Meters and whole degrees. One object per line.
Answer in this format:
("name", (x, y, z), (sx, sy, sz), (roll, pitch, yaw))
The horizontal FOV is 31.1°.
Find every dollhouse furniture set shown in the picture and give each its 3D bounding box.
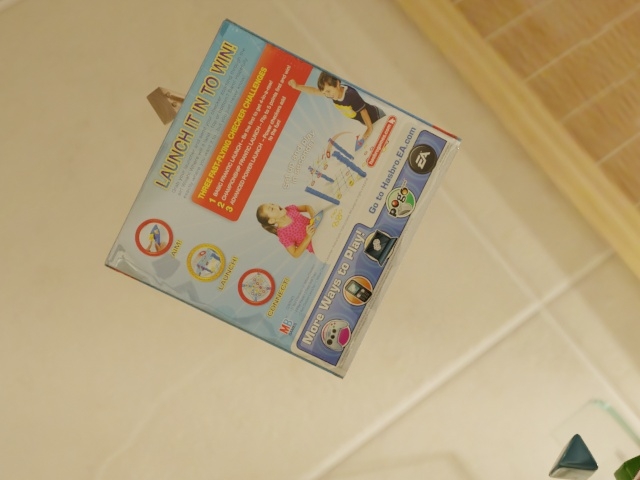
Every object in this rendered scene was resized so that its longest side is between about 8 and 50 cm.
("dollhouse furniture set", (-0.130, -0.169, 1.611), (0.151, 0.123, 0.144), (56, 13, 10))

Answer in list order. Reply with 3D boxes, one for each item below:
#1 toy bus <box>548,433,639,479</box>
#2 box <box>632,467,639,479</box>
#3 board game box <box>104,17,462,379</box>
("toy bus", (0.202, 0.268, 0.840), (0.202, 0.191, 0.104), (49, -24, 20))
("box", (0.363, 0.196, 0.729), (0.300, 0.154, 0.142), (38, -53, 14))
("board game box", (-0.044, -0.046, 1.318), (0.302, 0.308, 0.086), (27, 0, -8))
